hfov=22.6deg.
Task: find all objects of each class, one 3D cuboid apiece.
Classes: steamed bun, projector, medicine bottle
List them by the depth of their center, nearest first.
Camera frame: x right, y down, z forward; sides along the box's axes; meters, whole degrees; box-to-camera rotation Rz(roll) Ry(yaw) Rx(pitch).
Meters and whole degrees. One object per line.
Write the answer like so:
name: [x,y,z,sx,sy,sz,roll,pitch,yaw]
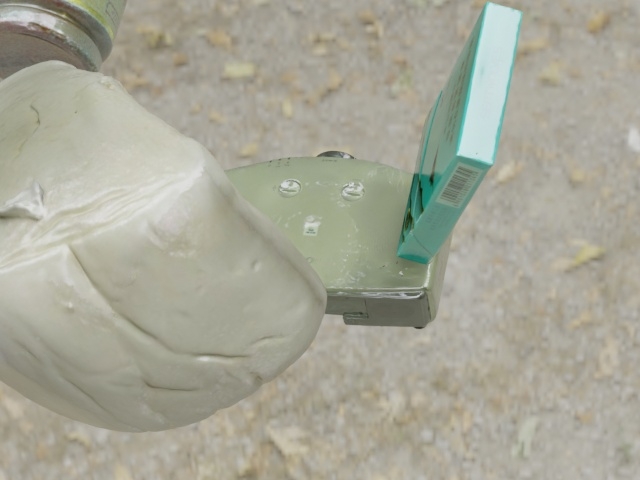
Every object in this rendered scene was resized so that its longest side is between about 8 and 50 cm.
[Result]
steamed bun: [-0.190,0.022,1.283,0.236,0.247,0.383,-44,36,-13]
projector: [0.000,0.000,1.675,0.269,0.088,0.193,4,51,14]
medicine bottle: [-0.273,-0.329,1.770,0.151,0.151,0.322,8,64,11]

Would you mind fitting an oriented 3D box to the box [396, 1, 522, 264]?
box: [0.126,-0.092,1.475,0.042,0.226,0.161,16,65,-4]
